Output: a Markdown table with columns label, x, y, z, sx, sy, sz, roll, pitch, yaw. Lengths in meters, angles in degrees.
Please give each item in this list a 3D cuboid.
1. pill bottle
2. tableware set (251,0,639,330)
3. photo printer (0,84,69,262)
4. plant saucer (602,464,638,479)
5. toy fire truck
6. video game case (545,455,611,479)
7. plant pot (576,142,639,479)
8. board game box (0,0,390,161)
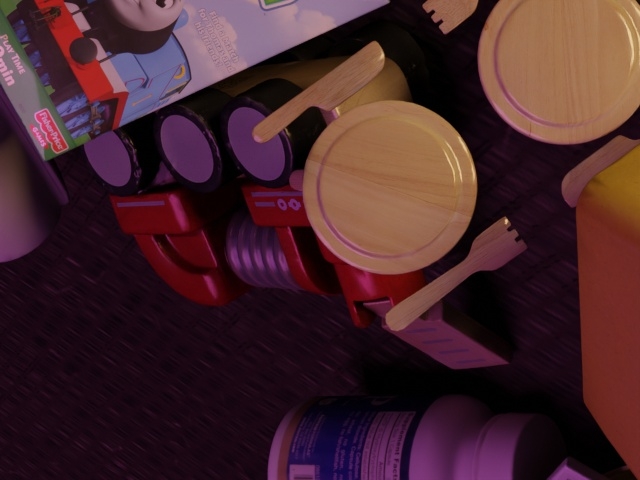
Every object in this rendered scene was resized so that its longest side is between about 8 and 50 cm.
| label | x | y | z | sx | sy | sz | roll | pitch | yaw |
| --- | --- | --- | --- | --- | --- | --- | --- | --- | --- |
| pill bottle | 0.068 | 0.160 | 1.017 | 0.187 | 0.112 | 0.112 | -5 | 123 | 35 |
| tableware set | 0.079 | -0.058 | 0.751 | 0.128 | 0.194 | 0.039 | 55 | -173 | 4 |
| photo printer | -0.292 | -0.135 | 0.986 | 0.256 | 0.107 | 0.307 | 52 | 171 | 17 |
| plant saucer | 0.255 | 0.226 | 0.923 | 0.241 | 0.037 | 0.241 | 16 | 124 | 24 |
| toy fire truck | 0.000 | 0.000 | 0.923 | 0.217 | 0.158 | 0.246 | 0 | 116 | 47 |
| video game case | 0.158 | 0.190 | 0.921 | 0.087 | 0.011 | 0.122 | 30 | 130 | -1 |
| plant pot | 0.228 | 0.035 | 0.651 | 0.187 | 0.212 | 0.212 | 33 | 147 | 39 |
| board game box | -0.091 | -0.157 | 0.799 | 0.211 | 0.039 | 0.160 | -24 | 107 | 9 |
